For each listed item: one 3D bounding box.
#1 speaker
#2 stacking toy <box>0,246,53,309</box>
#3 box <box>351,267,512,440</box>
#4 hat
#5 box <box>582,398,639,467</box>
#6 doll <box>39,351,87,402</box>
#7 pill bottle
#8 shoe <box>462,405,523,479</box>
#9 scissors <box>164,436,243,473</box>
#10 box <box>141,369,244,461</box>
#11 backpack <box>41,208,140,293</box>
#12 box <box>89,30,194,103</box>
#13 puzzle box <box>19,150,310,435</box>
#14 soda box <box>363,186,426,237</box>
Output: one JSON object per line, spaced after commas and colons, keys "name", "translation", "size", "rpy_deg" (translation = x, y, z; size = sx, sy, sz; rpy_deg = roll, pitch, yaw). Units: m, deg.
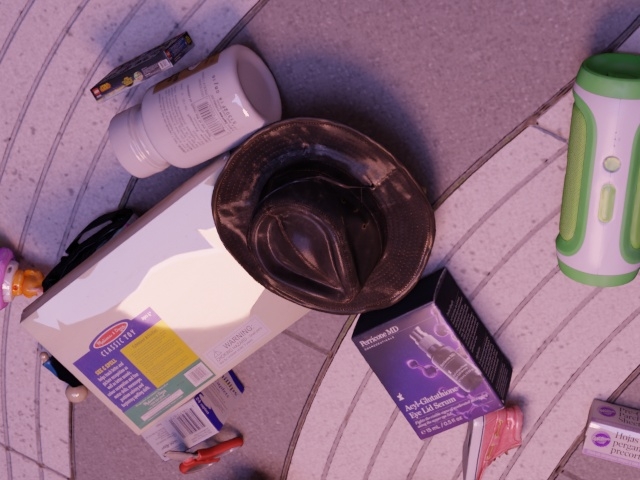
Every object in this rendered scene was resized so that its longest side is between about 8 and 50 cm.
{"name": "speaker", "translation": [0.386, -0.092, 1.672], "size": [0.131, 0.131, 0.296], "rpy_deg": [7, 118, 12]}
{"name": "stacking toy", "translation": [-0.547, 0.057, 2.018], "size": [0.302, 0.166, 0.175], "rpy_deg": [8, 105, -1]}
{"name": "box", "translation": [0.169, 0.171, 1.880], "size": [0.153, 0.108, 0.207], "rpy_deg": [-28, 106, 27]}
{"name": "hat", "translation": [0.000, 0.000, 1.735], "size": [0.331, 0.134, 0.331], "rpy_deg": [3, 122, 5]}
{"name": "box", "translation": [0.556, 0.317, 1.868], "size": [0.324, 0.067, 0.063], "rpy_deg": [14, 118, 10]}
{"name": "doll", "translation": [-0.407, 0.193, 2.092], "size": [0.129, 0.046, 0.189], "rpy_deg": [12, 118, 11]}
{"name": "pill bottle", "translation": [-0.182, -0.177, 1.790], "size": [0.229, 0.131, 0.131], "rpy_deg": [-22, 108, 25]}
{"name": "shoe", "translation": [0.267, 0.324, 1.954], "size": [0.081, 0.063, 0.178], "rpy_deg": [1, 129, -2]}
{"name": "scissors", "translation": [-0.214, 0.352, 1.998], "size": [0.109, 0.297, 0.021], "rpy_deg": [-30, 77, 16]}
{"name": "box", "translation": [-0.205, 0.272, 2.020], "size": [0.126, 0.137, 0.072], "rpy_deg": [-31, 103, 27]}
{"name": "backpack", "translation": [-0.330, 0.036, 1.947], "size": [0.182, 0.152, 0.115], "rpy_deg": [-38, 109, 17]}
{"name": "box", "translation": [-0.255, -0.248, 1.797], "size": [0.137, 0.094, 0.027], "rpy_deg": [-23, 108, 24]}
{"name": "puzzle box", "translation": [-0.209, 0.085, 1.882], "size": [0.409, 0.052, 0.272], "rpy_deg": [-36, 115, 10]}
{"name": "soda box", "translation": [0.059, -0.054, 1.823], "size": [0.181, 0.061, 0.058], "rpy_deg": [9, 118, 12]}
